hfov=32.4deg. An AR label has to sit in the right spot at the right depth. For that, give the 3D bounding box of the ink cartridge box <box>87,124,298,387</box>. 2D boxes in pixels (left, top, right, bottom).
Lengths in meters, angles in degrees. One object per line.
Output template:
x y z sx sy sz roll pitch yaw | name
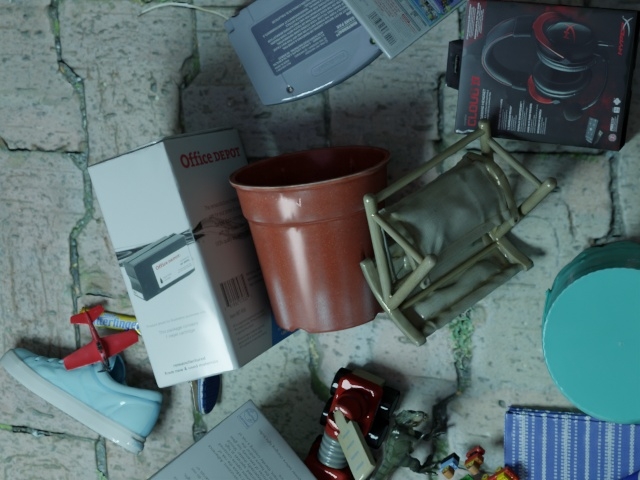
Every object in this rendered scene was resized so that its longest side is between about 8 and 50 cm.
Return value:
-0.210 0.018 1.915 0.166 0.285 0.394 -16 93 23 | ink cartridge box

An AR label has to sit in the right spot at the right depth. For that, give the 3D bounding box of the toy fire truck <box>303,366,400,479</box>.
0.044 0.360 1.902 0.159 0.246 0.217 23 106 16 | toy fire truck

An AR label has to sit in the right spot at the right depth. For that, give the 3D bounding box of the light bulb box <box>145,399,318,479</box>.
-0.237 0.512 1.908 0.225 0.361 0.358 49 143 7 | light bulb box

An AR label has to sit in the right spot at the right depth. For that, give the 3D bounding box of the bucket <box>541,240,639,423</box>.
0.480 0.143 1.735 0.281 0.183 0.281 4 101 20 | bucket

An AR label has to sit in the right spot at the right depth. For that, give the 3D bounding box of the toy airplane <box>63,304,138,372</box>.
-0.429 0.186 2.118 0.151 0.028 0.151 0 61 1 | toy airplane

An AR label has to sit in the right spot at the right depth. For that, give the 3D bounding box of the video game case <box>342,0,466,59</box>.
0.125 -0.437 1.808 0.193 0.023 0.212 -38 89 1 | video game case

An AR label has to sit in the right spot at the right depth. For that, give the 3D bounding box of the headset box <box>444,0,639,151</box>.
0.345 -0.267 1.751 0.293 0.110 0.218 9 103 19 | headset box

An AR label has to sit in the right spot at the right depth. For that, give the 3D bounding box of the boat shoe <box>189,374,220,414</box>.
-0.232 0.237 2.087 0.066 0.066 0.183 0 90 25 | boat shoe

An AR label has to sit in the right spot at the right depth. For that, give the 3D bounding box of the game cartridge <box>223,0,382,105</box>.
-0.005 -0.362 1.897 0.294 0.060 0.196 -27 86 22 | game cartridge

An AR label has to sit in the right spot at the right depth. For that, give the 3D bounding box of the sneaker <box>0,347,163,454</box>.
-0.457 0.277 2.161 0.366 0.135 0.150 26 74 21 | sneaker

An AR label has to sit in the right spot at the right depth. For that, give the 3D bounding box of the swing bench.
0.207 -0.008 1.733 0.165 0.253 0.254 47 157 26 | swing bench

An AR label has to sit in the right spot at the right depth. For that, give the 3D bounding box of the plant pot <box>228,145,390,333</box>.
0.000 0.000 1.861 0.273 0.272 0.265 -2 107 21 | plant pot

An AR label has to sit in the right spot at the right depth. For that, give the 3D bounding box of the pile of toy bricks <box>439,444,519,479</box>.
0.232 0.454 1.898 0.118 0.105 0.212 42 121 -12 | pile of toy bricks

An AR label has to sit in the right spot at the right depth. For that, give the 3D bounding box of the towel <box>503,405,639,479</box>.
0.480 0.405 1.868 0.336 0.040 0.243 2 103 22 | towel

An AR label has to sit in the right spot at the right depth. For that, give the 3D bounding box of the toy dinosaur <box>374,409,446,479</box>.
0.155 0.372 1.936 0.064 0.118 0.268 60 143 43 | toy dinosaur

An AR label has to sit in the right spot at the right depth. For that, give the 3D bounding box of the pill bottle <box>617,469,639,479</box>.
0.513 0.451 1.760 0.272 0.152 0.152 -33 87 25 | pill bottle

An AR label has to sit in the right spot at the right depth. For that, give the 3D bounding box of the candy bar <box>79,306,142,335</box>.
-0.402 0.160 2.156 0.162 0.018 0.040 10 103 18 | candy bar
